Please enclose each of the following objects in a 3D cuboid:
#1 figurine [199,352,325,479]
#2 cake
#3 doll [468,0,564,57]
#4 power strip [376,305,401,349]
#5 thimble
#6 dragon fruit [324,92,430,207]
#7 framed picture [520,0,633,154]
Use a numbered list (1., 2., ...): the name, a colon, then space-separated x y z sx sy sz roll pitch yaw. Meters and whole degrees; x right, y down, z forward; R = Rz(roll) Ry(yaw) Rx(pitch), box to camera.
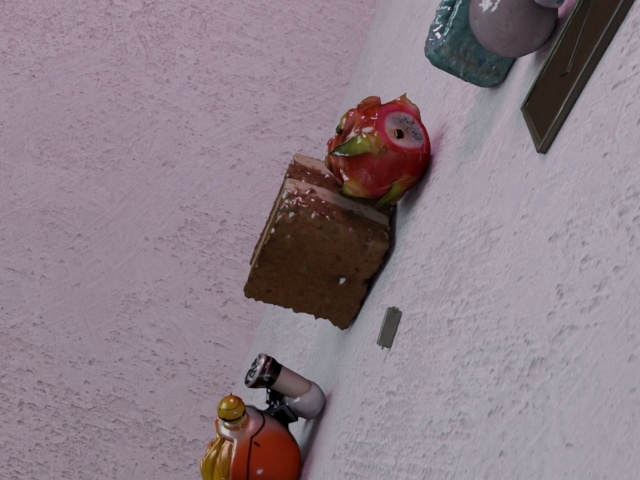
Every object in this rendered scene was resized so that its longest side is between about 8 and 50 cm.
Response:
1. figurine: -0.121 0.419 2.298 0.323 0.196 0.320 -63 -28 -17
2. cake: 0.000 0.000 2.437 0.290 0.256 0.282 -75 9 -63
3. doll: 0.346 -0.409 1.745 0.287 0.151 0.151 -50 19 48
4. power strip: 0.122 0.158 2.018 0.017 0.027 0.083 132 158 -73
5. thimble: 0.286 -0.389 2.018 0.198 0.143 0.235 130 159 -64
6. dragon fruit: 0.115 -0.181 2.308 0.227 0.224 0.224 -46 22 44
7. framed picture: 0.365 -0.269 1.634 0.189 0.023 0.260 -87 21 -64
